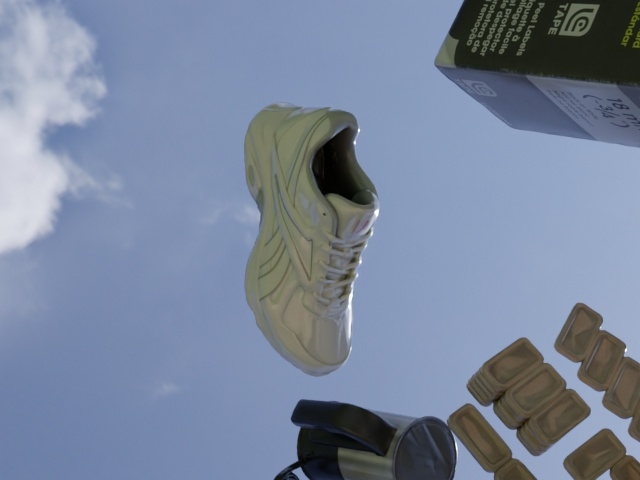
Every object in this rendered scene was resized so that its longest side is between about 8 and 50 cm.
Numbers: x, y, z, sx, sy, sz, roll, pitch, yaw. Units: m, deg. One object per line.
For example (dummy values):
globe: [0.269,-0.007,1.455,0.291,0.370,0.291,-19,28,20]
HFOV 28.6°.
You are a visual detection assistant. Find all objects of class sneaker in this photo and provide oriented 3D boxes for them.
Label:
sneaker: [0.000,0.000,1.023,0.090,0.115,0.232,-13,-82,-40]

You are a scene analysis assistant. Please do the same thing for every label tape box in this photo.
label tape box: [0.261,-0.175,0.769,0.334,0.106,0.240,16,-103,49]

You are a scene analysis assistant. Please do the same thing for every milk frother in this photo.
milk frother: [0.030,0.222,1.160,0.135,0.129,0.143,0,-105,49]

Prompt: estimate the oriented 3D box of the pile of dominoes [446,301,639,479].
pile of dominoes: [0.235,0.191,1.057,0.196,0.040,0.251,-30,-108,-32]
